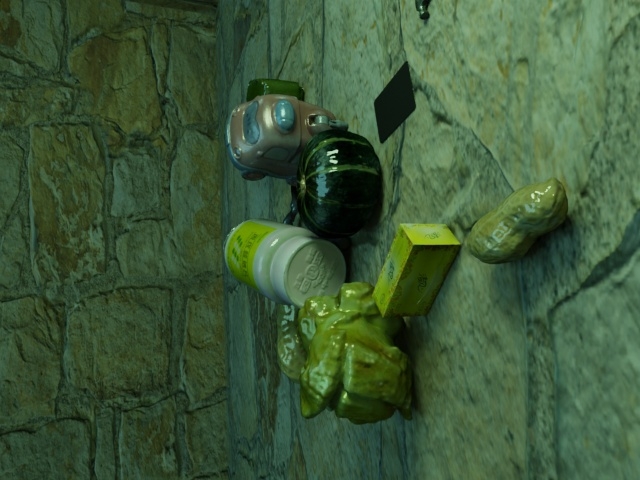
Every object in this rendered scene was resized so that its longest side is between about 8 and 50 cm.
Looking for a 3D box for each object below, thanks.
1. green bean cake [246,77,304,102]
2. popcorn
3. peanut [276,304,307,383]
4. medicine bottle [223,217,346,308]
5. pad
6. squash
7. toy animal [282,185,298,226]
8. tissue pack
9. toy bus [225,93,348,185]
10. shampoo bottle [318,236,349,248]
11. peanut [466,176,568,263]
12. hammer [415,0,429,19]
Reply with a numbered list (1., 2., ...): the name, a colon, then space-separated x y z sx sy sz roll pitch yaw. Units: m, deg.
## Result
1. green bean cake: -0.164 -0.417 1.641 0.247 0.157 0.249 -145 58 -63
2. popcorn: 0.066 0.229 0.957 0.276 0.226 0.276 -178 90 -81
3. peanut: -0.061 0.264 1.427 0.147 0.147 0.305 126 143 -57
4. medicine bottle: -0.108 0.059 1.338 0.379 0.214 0.213 15 104 57
5. pad: 0.154 -0.289 1.026 0.157 0.003 0.112 140 127 -63
6. squash: 0.035 -0.129 1.116 0.252 0.165 0.252 179 90 -73
7. toy animal: -0.111 -0.005 1.595 0.195 0.091 0.324 -112 28 -44
8. tissue pack: 0.168 0.057 0.864 0.062 0.095 0.176 -112 31 -47
9. toy bus: -0.088 -0.279 1.277 0.232 0.294 0.197 -25 63 56
10. shampoo bottle: 0.031 -0.018 1.295 0.165 0.040 0.079 -135 44 -63
11. peanut: 0.261 -0.018 0.645 0.174 0.080 0.080 122 142 -55
12. hammer: 0.216 -0.485 0.847 0.182 0.017 0.062 125 140 -54
